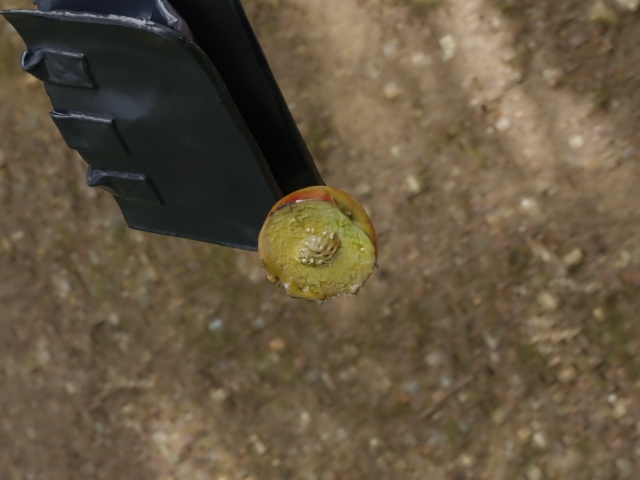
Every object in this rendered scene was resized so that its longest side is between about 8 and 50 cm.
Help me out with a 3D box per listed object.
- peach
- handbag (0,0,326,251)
[{"bbox_3d":[0.001,0.000,1.385,0.098,0.061,0.098,8,121,13],"label":"peach"},{"bbox_3d":[-0.159,-0.133,1.732,0.269,0.118,0.325,8,142,28],"label":"handbag"}]
